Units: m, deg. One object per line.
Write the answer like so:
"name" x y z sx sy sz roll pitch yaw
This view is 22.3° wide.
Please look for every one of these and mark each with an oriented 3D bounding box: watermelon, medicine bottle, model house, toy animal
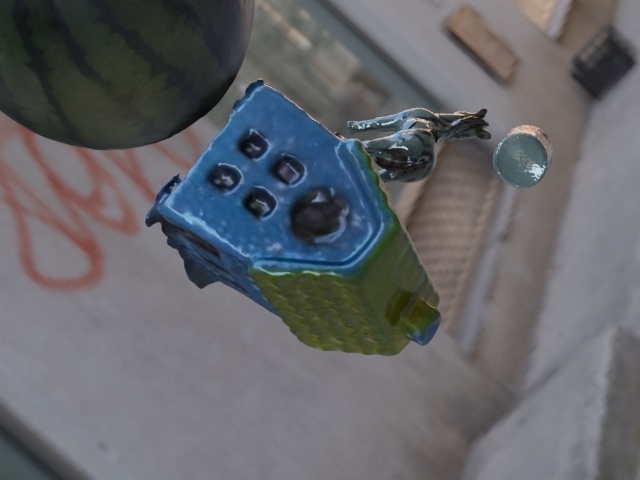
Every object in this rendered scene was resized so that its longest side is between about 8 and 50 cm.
"watermelon" -0.196 -0.221 1.442 0.279 0.279 0.359 -49 -21 -8
"medicine bottle" 0.170 -0.071 1.357 0.047 0.047 0.083 -47 -2 13
"model house" 0.000 0.000 1.840 0.215 0.303 0.237 -54 -27 -12
"toy animal" 0.111 -0.138 2.226 0.170 0.090 0.255 2 25 31
